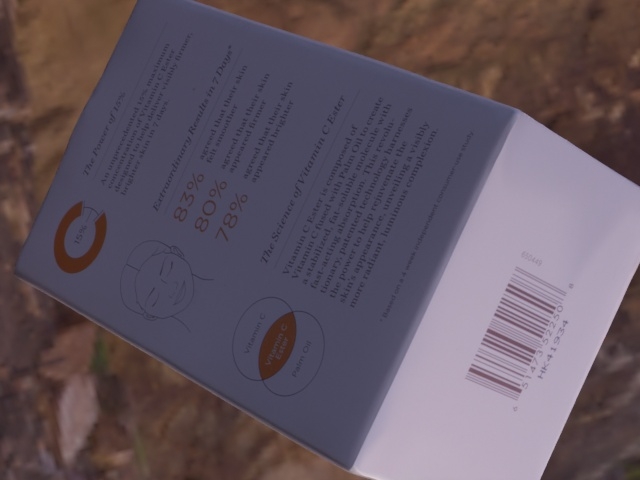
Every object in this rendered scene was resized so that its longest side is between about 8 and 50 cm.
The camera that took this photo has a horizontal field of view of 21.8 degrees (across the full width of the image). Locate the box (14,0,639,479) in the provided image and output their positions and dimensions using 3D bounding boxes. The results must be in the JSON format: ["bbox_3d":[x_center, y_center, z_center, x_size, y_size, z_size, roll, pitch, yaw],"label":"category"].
[{"bbox_3d":[0.000,0.000,1.035,0.345,0.215,0.168,25,0,44],"label":"box"}]
